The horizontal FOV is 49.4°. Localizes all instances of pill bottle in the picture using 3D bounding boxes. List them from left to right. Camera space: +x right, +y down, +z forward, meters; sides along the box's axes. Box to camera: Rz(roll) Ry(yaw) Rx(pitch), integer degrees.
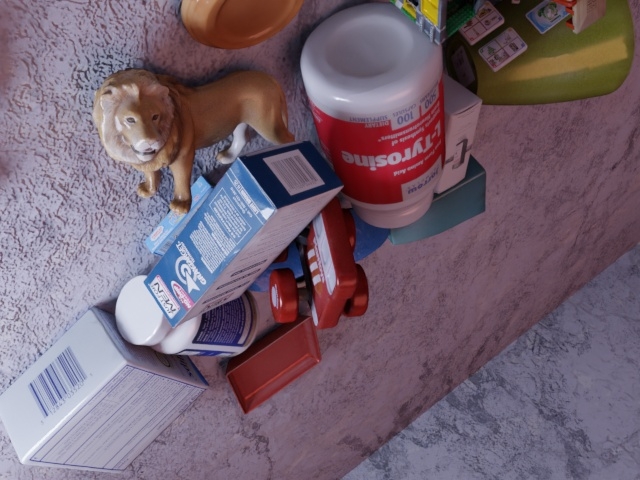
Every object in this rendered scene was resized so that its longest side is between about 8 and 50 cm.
[{"bbox_3d":[-0.252,0.144,1.342,0.153,0.153,0.265,-51,149,13],"label":"pill bottle"},{"bbox_3d":[0.110,-0.200,1.261,0.229,0.229,0.407,-36,149,-11],"label":"pill bottle"}]

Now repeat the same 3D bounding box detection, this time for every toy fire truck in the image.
[{"bbox_3d":[0.000,0.000,1.249,0.170,0.302,0.254,-3,150,-15],"label":"toy fire truck"}]

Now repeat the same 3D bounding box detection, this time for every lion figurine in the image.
[{"bbox_3d":[-0.172,-0.188,1.076,0.392,0.142,0.240,-35,143,-41],"label":"lion figurine"}]

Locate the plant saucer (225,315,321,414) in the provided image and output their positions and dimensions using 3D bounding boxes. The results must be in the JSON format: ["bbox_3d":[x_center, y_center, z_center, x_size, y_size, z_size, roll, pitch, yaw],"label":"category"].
[{"bbox_3d":[-0.123,0.313,1.799,0.259,0.048,0.258,-34,148,-17],"label":"plant saucer"}]

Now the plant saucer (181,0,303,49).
[{"bbox_3d":[-0.097,-0.336,0.980,0.200,0.037,0.200,-27,165,-8],"label":"plant saucer"}]

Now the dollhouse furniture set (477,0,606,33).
[{"bbox_3d":[0.363,-0.469,1.194,0.262,0.259,0.135,-35,139,-11],"label":"dollhouse furniture set"}]

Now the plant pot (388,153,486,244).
[{"bbox_3d":[0.231,-0.108,1.591,0.234,0.165,0.165,-30,148,-7],"label":"plant pot"}]

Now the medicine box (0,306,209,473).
[{"bbox_3d":[-0.412,0.300,1.352,0.263,0.149,0.289,-44,150,2],"label":"medicine box"}]

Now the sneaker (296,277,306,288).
[{"bbox_3d":[0.000,0.039,1.582,0.084,0.069,0.185,3,126,-57],"label":"sneaker"}]

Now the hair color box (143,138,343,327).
[{"bbox_3d":[-0.135,-0.007,1.142,0.174,0.105,0.347,-23,162,-50],"label":"hair color box"}]

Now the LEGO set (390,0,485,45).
[{"bbox_3d":[0.197,-0.468,1.010,0.331,0.255,0.192,-32,164,-2],"label":"LEGO set"}]

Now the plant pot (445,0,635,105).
[{"bbox_3d":[0.412,-0.382,1.395,0.294,0.274,0.274,-19,145,-9],"label":"plant pot"}]

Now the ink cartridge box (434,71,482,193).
[{"bbox_3d":[0.231,-0.228,1.433,0.092,0.158,0.217,-29,147,-24],"label":"ink cartridge box"}]

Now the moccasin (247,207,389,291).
[{"bbox_3d":[-0.024,-0.001,1.464,0.342,0.117,0.137,-16,106,-19],"label":"moccasin"}]

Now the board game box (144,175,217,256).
[{"bbox_3d":[-0.204,-0.018,1.307,0.160,0.039,0.211,-48,149,7],"label":"board game box"}]

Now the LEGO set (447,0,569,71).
[{"bbox_3d":[0.362,-0.446,1.297,0.244,0.182,0.060,-37,169,0],"label":"LEGO set"}]
